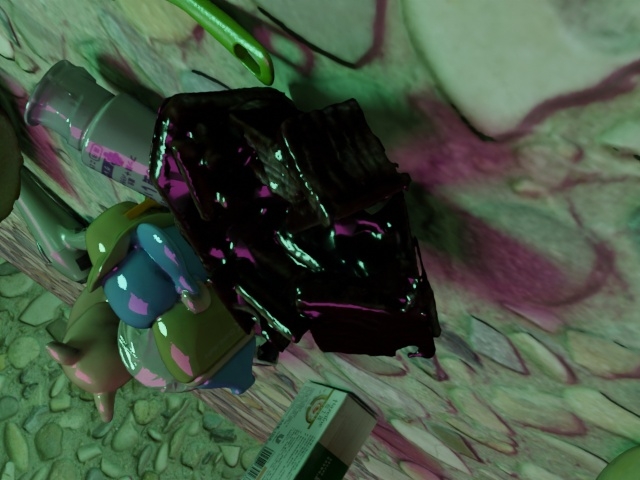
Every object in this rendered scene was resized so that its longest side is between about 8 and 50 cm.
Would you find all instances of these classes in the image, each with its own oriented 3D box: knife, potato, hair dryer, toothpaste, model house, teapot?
[{"bbox_3d":[-0.091,-0.149,0.377,0.166,0.023,0.078,33,164,10],"label":"knife"},{"bbox_3d":[-0.469,-0.154,0.797,0.269,0.112,0.255,46,152,-27],"label":"potato"},{"bbox_3d":[-0.424,-0.048,1.009,0.229,0.092,0.267,48,141,-11],"label":"hair dryer"},{"bbox_3d":[-0.109,-0.049,0.549,0.299,0.073,0.114,32,158,-9],"label":"toothpaste"},{"bbox_3d":[-0.009,0.002,0.394,0.164,0.141,0.203,45,171,39],"label":"model house"},{"bbox_3d":[-0.182,0.141,0.945,0.178,0.221,0.164,108,146,-76],"label":"teapot"}]

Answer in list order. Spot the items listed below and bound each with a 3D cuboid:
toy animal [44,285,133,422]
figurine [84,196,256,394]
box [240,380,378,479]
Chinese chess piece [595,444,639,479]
[{"bbox_3d":[-0.361,0.156,1.043,0.166,0.154,0.250,45,-164,-22],"label":"toy animal"},{"bbox_3d":[-0.181,0.069,0.751,0.262,0.153,0.180,61,175,-19],"label":"figurine"},{"bbox_3d":[-0.020,0.325,0.949,0.081,0.199,0.135,42,158,-20],"label":"box"},{"bbox_3d":[0.329,0.264,0.462,0.257,0.104,0.257,30,156,15],"label":"Chinese chess piece"}]
